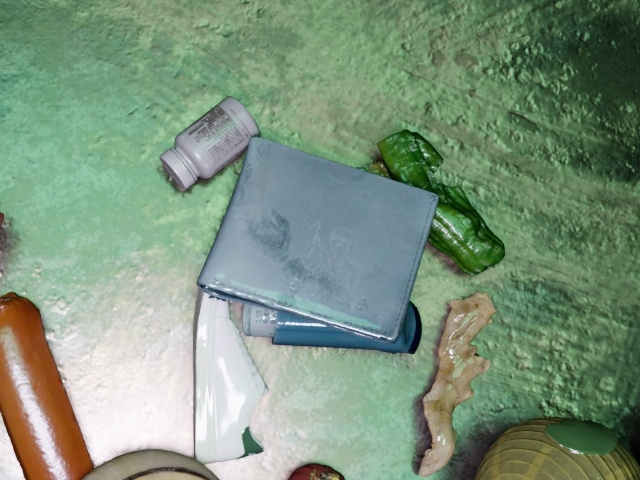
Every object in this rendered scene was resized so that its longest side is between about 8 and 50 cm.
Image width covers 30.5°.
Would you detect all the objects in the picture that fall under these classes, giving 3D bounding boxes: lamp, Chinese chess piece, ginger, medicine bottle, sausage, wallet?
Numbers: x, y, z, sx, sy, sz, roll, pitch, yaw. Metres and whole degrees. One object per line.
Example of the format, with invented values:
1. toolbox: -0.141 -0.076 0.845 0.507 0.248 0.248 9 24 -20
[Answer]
1. lamp: -0.003 0.365 1.669 0.101 0.090 0.101 17 40 -15
2. Chinese chess piece: -0.232 0.411 1.583 0.257 0.104 0.257 -2 95 -25
3. lamp: 0.351 0.366 1.662 0.284 0.250 0.250 -12 83 -50
4. ginger: 0.201 0.212 1.734 0.089 0.075 0.288 17 77 -11
5. medicine bottle: 0.020 0.118 1.702 0.258 0.124 0.079 3 80 3
6. sausage: -0.391 0.239 1.622 0.097 0.094 0.348 -20 87 -11
7. wallet: 0.000 0.001 1.639 0.291 0.054 0.251 18 64 3
8. medicine bottle: -0.162 -0.141 1.713 0.140 0.079 0.079 -40 90 -11

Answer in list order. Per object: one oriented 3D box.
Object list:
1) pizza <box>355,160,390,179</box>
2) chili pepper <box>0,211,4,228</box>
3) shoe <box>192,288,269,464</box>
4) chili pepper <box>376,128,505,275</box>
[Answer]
1. pizza: 0.029 -0.027 1.730 0.188 0.080 0.204 11 62 -1
2. chili pepper: -0.578 0.038 1.577 0.251 0.229 0.305 15 91 -10
3. shoe: -0.128 0.187 1.673 0.110 0.095 0.264 3 91 -8
4. chili pepper: 0.176 -0.054 1.748 0.253 0.083 0.099 55 35 3
